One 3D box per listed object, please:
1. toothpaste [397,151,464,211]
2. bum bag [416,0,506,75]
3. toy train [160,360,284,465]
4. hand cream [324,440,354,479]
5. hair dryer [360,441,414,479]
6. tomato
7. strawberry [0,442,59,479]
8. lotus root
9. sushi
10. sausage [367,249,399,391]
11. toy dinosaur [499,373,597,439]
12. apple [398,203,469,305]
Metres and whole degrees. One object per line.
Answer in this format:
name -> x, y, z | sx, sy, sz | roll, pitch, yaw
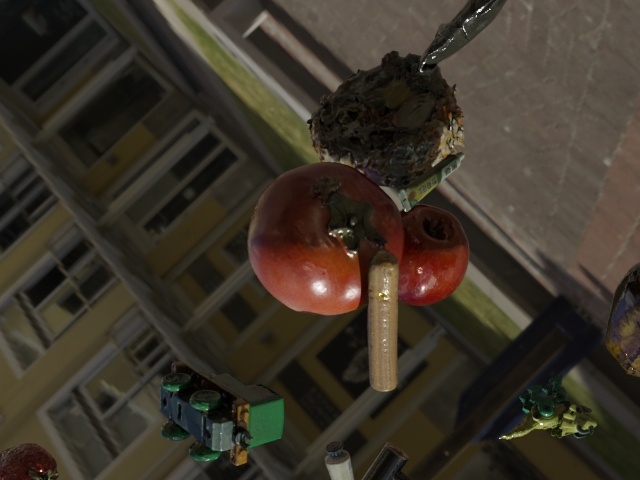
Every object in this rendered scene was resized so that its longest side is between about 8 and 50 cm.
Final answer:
toothpaste -> 0.226, -0.126, 1.852 | 0.031, 0.204, 0.049 | 2, 122, 51
bum bag -> 0.328, -0.488, 2.019 | 0.079, 0.326, 0.142 | 46, -153, -8
toy train -> -0.141, 0.236, 1.282 | 0.136, 0.091, 0.228 | -6, -165, -35
hand cream -> 0.053, 0.505, 1.816 | 0.080, 0.050, 0.234 | -105, 1, -72
hair dryer -> 0.220, 0.611, 2.190 | 0.255, 0.128, 0.070 | 37, -175, 21
tomato -> 0.000, 0.000, 1.873 | 0.321, 0.321, 0.321 | 46, 177, 3
strawberry -> -0.648, 0.501, 1.995 | 0.148, 0.131, 0.131 | 39, 176, 12
lotus root -> 0.659, 0.136, 1.770 | 0.179, 0.196, 0.397 | 49, 165, 24
sushi -> 0.160, -0.299, 2.274 | 0.417, 0.417, 0.176 | 43, 167, 42
sausage -> 0.119, 0.154, 1.747 | 0.066, 0.066, 0.301 | 42, 139, 52
toy dinosaur -> 0.543, 0.425, 2.252 | 0.094, 0.259, 0.153 | 103, 154, -54
apple -> 0.228, 0.033, 2.084 | 0.218, 0.218, 0.201 | 45, 137, 18
